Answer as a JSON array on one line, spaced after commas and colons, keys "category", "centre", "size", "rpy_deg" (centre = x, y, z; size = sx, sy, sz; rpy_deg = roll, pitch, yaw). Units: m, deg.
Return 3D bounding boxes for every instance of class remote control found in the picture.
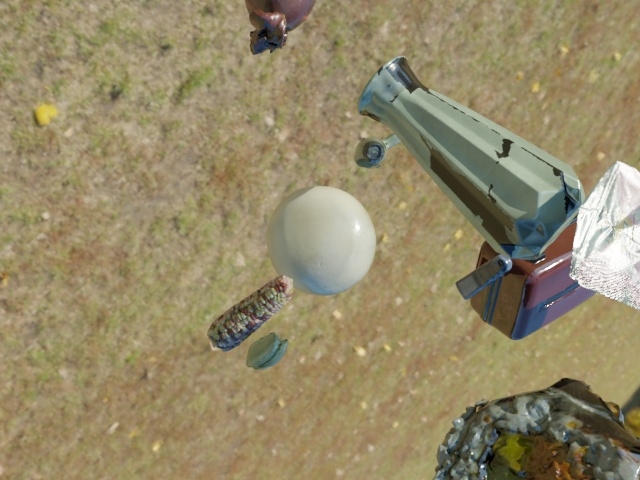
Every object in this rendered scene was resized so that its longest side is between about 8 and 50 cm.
[{"category": "remote control", "centre": [0.326, 0.071, 1.589], "size": [0.027, 0.043, 0.152], "rpy_deg": [-26, 167, -37]}]

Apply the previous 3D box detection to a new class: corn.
[{"category": "corn", "centre": [-0.170, 0.184, 1.973], "size": [0.280, 0.092, 0.092], "rpy_deg": [-36, 160, 22]}]

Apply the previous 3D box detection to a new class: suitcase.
[{"category": "suitcase", "centre": [0.479, 0.062, 1.719], "size": [0.297, 0.161, 0.236], "rpy_deg": [-26, 138, -27]}]

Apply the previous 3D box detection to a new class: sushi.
[{"category": "sushi", "centre": [0.397, 0.450, 1.422], "size": [0.417, 0.417, 0.176], "rpy_deg": [-44, 135, -13]}]

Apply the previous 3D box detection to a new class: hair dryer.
[{"category": "hair dryer", "centre": [0.167, -0.255, 2.102], "size": [0.225, 0.088, 0.219], "rpy_deg": [-33, -173, -22]}]

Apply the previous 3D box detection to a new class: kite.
[{"category": "kite", "centre": [0.491, 0.052, 1.068], "size": [0.204, 0.360, 0.022], "rpy_deg": [-59, -173, -22]}]

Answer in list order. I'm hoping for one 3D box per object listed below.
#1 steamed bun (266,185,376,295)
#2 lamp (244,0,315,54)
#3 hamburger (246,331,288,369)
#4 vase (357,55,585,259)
[{"category": "steamed bun", "centre": [0.000, 0.000, 2.274], "size": [0.324, 0.324, 0.206], "rpy_deg": [-52, 169, 4]}, {"category": "lamp", "centre": [-0.079, -0.486, 1.608], "size": [0.215, 0.151, 0.223], "rpy_deg": [-116, -159, -85]}, {"category": "hamburger", "centre": [-0.143, 0.290, 2.008], "size": [0.121, 0.084, 0.054], "rpy_deg": [-23, 127, 33]}, {"category": "vase", "centre": [0.222, -0.130, 1.207], "size": [0.165, 0.360, 0.165], "rpy_deg": [-43, 164, -16]}]
